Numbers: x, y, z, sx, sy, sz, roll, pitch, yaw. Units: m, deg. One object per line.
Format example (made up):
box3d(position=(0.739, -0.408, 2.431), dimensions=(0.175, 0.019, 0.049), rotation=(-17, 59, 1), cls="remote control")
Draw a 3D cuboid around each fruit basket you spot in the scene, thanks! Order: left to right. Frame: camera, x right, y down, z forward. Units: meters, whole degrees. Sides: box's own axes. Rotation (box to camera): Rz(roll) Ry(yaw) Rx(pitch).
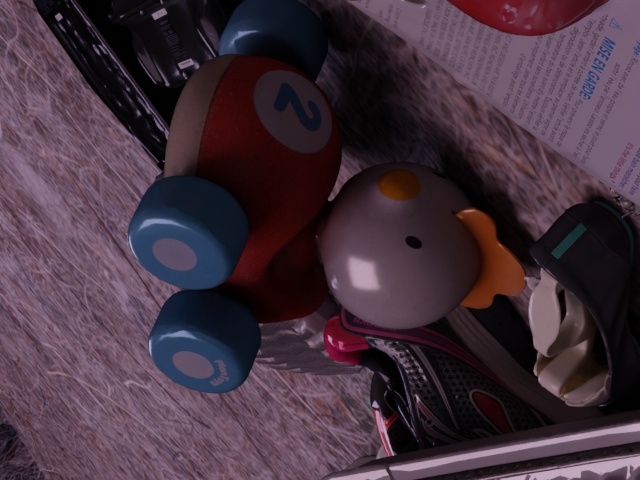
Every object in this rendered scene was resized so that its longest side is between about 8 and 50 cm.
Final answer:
box3d(position=(0.058, -0.190, 0.855), dimensions=(0.353, 0.165, 0.327), rotation=(32, 158, 9), cls="fruit basket")

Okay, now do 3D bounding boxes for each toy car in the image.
box3d(position=(0.024, -0.018, 1.202), dimensions=(0.238, 0.219, 0.210), rotation=(10, 139, 13), cls="toy car")

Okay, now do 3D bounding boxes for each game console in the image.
box3d(position=(-0.133, -0.158, 1.470), dimensions=(0.213, 0.044, 0.361), rotation=(54, 162, -12), cls="game console")

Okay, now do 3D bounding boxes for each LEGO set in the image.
box3d(position=(0.178, -0.025, 1.007), dimensions=(0.083, 0.023, 0.054), rotation=(31, 152, 47), cls="LEGO set")

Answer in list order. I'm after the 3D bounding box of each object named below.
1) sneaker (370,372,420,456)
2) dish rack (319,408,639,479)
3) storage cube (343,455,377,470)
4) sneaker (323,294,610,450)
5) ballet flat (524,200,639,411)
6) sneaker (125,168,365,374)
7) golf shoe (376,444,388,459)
box3d(position=(0.139, 0.220, 1.412), dimensions=(0.314, 0.116, 0.136), rotation=(50, 163, 3), cls="sneaker")
box3d(position=(0.179, 0.238, 1.219), dimensions=(0.333, 0.072, 0.285), rotation=(-15, 111, 35), cls="dish rack")
box3d(position=(0.055, 0.331, 1.710), dimensions=(0.193, 0.183, 0.215), rotation=(54, 162, -2), cls="storage cube")
box3d(position=(0.127, 0.139, 1.296), dimensions=(0.299, 0.112, 0.121), rotation=(47, 160, 10), cls="sneaker")
box3d(position=(0.162, 0.057, 1.130), dimensions=(0.074, 0.074, 0.203), rotation=(39, 158, 34), cls="ballet flat")
box3d(position=(-0.040, 0.020, 1.512), dimensions=(0.105, 0.115, 0.281), rotation=(-5, 144, 36), cls="sneaker")
box3d(position=(0.142, 0.287, 1.569), dimensions=(0.306, 0.115, 0.140), rotation=(64, 170, -15), cls="golf shoe")
